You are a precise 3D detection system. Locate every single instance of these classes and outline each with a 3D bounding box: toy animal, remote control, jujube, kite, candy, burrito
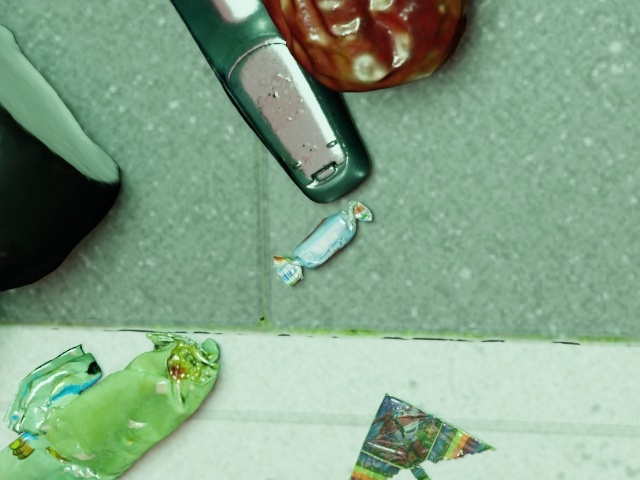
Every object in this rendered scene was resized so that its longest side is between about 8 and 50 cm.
[{"bbox_3d":[-0.326,-0.017,1.279,0.310,0.251,0.251,-42,87,9],"label":"toy animal"},{"bbox_3d":[-0.040,-0.127,1.279,0.072,0.042,0.222,-32,90,14],"label":"remote control"},{"bbox_3d":[0.012,-0.213,1.204,0.155,0.155,0.230,-17,103,16],"label":"jujube"},{"bbox_3d":[0.063,0.153,1.315,0.122,0.004,0.090,-26,91,17],"label":"kite"},{"bbox_3d":[0.000,0.000,1.299,0.083,0.020,0.030,-42,90,15],"label":"candy"},{"bbox_3d":[-0.199,0.149,1.359,0.288,0.054,0.104,-36,86,18],"label":"burrito"}]
